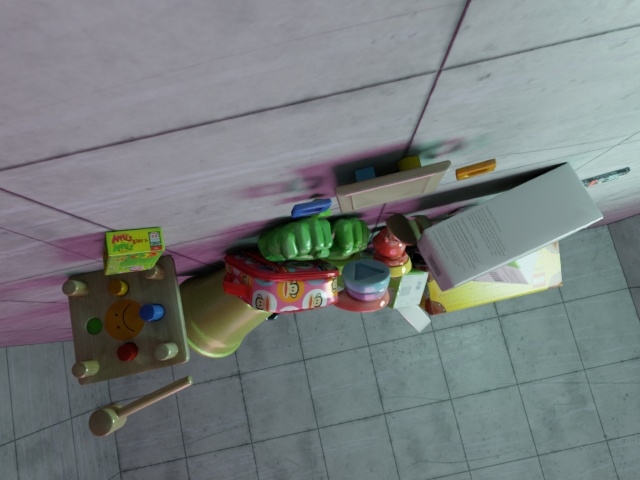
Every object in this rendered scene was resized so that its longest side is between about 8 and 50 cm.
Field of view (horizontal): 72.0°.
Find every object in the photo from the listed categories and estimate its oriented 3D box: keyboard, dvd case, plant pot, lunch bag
[{"bbox_3d":[0.512,-0.103,1.317,0.256,0.014,0.072,-11,170,-10],"label":"keyboard"},{"bbox_3d":[0.818,-0.179,1.274,0.119,0.013,0.087,-16,170,24],"label":"dvd case"},{"bbox_3d":[-0.261,0.182,1.339,0.254,0.276,0.276,-32,162,30],"label":"plant pot"},{"bbox_3d":[-0.121,0.097,1.103,0.258,0.120,0.293,-2,-170,-31],"label":"lunch bag"}]

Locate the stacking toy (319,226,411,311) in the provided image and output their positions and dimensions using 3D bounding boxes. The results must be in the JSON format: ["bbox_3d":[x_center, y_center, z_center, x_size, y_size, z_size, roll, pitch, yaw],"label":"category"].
[{"bbox_3d":[0.100,0.055,1.270,0.279,0.130,0.309,9,-149,24],"label":"stacking toy"}]

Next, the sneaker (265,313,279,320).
[{"bbox_3d":[-0.103,0.152,1.414,0.111,0.121,0.300,21,128,-17],"label":"sneaker"}]

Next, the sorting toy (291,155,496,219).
[{"bbox_3d":[0.116,-0.099,0.752,0.347,0.047,0.196,-13,175,4],"label":"sorting toy"}]

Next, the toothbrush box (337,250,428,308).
[{"bbox_3d":[0.184,0.121,1.484,0.283,0.122,0.206,17,-173,35],"label":"toothbrush box"}]

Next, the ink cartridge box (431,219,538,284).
[{"bbox_3d":[0.474,0.032,1.328,0.273,0.115,0.198,-1,145,46],"label":"ink cartridge box"}]

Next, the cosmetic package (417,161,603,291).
[{"bbox_3d":[0.440,-0.020,1.071,0.365,0.155,0.197,-26,167,0],"label":"cosmetic package"}]

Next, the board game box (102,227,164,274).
[{"bbox_3d":[-0.360,0.023,0.839,0.092,0.043,0.181,-8,170,-29],"label":"board game box"}]

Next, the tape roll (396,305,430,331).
[{"bbox_3d":[0.289,0.213,1.814,0.072,0.392,0.392,-44,168,1],"label":"tape roll"}]

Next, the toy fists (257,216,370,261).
[{"bbox_3d":[0.000,0.000,1.017,0.279,0.096,0.142,-1,165,-43],"label":"toy fists"}]

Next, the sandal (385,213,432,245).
[{"bbox_3d":[0.221,-0.020,1.206,0.079,0.088,0.240,-28,168,38],"label":"sandal"}]

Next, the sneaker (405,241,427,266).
[{"bbox_3d":[0.336,0.032,1.535,0.087,0.130,0.227,-13,172,15],"label":"sneaker"}]

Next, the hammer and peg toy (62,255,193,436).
[{"bbox_3d":[-0.429,0.233,1.014,0.266,0.361,0.127,-13,170,-1],"label":"hammer and peg toy"}]

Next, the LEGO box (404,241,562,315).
[{"bbox_3d":[0.582,0.095,1.705,0.500,0.193,0.372,-12,-170,-5],"label":"LEGO box"}]
